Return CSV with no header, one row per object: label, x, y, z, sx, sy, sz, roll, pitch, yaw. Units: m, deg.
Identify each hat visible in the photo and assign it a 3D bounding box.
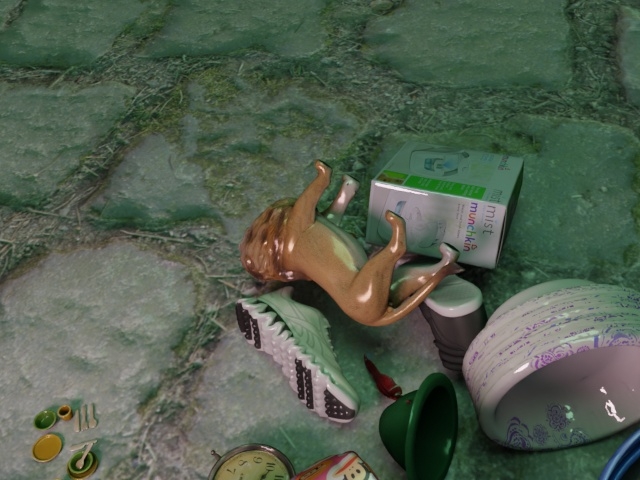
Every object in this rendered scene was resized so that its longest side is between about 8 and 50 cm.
hat,0.091,0.268,1.090,0.183,0.208,0.173,3,86,31

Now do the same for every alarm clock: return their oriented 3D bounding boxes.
alarm clock,-0.077,0.363,1.051,0.192,0.064,0.129,3,47,12

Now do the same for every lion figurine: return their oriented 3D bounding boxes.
lion figurine,0.030,0.032,1.184,0.392,0.142,0.240,39,103,39

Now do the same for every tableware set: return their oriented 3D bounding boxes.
tableware set,-0.403,0.324,1.153,0.104,0.024,0.154,-14,48,-6

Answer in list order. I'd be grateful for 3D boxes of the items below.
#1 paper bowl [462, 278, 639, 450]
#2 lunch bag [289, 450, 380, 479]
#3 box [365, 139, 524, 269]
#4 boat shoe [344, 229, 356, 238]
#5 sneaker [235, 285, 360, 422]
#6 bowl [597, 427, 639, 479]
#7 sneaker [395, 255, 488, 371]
paper bowl,0.342,0.165,1.039,0.284,0.284,0.148,-10,46,-3
lunch bag,0.070,0.385,0.836,0.120,0.258,0.293,-30,79,-19
box,0.230,-0.071,1.327,0.231,0.127,0.262,12,27,18
boat shoe,0.000,0.000,1.392,0.137,0.049,0.043,0,44,3
sneaker,-0.020,0.172,1.201,0.118,0.110,0.292,-24,47,-28
bowl,0.505,0.389,0.870,0.391,0.077,0.391,-1,69,3
sneaker,0.204,0.121,1.229,0.104,0.147,0.296,-18,17,-4
